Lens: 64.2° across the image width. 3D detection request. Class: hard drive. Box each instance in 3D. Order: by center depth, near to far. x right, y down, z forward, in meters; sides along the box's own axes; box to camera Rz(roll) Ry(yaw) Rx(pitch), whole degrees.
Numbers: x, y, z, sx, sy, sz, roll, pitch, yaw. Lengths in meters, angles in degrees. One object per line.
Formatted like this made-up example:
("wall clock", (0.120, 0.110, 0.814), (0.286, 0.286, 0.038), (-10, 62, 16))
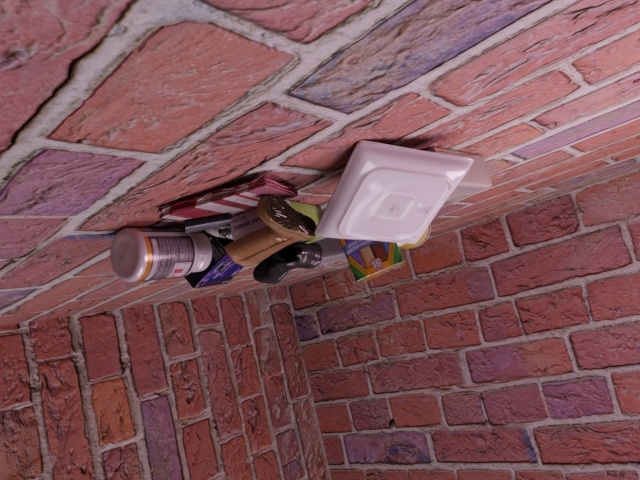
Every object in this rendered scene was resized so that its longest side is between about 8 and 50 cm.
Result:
("hard drive", (-0.334, -0.050, 1.506), (0.135, 0.022, 0.094), (-11, 174, -16))

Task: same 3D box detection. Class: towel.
("towel", (-0.251, -0.108, 1.417), (0.329, 0.037, 0.237), (-15, 173, 16))

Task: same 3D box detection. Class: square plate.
("square plate", (0.197, -0.105, 1.393), (0.344, 0.049, 0.347), (5, 138, -21))

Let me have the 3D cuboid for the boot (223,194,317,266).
("boot", (-0.178, -0.013, 1.470), (0.269, 0.089, 0.236), (-23, 144, 31))

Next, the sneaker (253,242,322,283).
("sneaker", (-0.136, 0.068, 1.746), (0.286, 0.109, 0.130), (-26, 156, 30))

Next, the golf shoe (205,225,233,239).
("golf shoe", (-0.317, -0.037, 1.717), (0.086, 0.069, 0.176), (4, 175, 21))

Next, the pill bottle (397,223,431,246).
("pill bottle", (0.313, -0.064, 2.039), (0.188, 0.188, 0.334), (-18, 170, 25))

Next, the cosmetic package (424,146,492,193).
("cosmetic package", (0.379, -0.196, 1.573), (0.160, 0.113, 0.309), (-22, 168, 41))

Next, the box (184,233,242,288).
("box", (-0.364, 0.070, 1.846), (0.184, 0.103, 0.261), (-42, 169, 12))

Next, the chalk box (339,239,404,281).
("chalk box", (0.161, -0.018, 1.789), (0.179, 0.289, 0.180), (-22, 171, 8))

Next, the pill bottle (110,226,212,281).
("pill bottle", (-0.481, 0.040, 1.568), (0.162, 0.162, 0.278), (-20, 169, 34))

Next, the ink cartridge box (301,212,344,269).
("ink cartridge box", (0.000, 0.000, 2.012), (0.168, 0.171, 0.233), (-11, 171, -14))

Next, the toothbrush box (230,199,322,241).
("toothbrush box", (-0.135, -0.042, 1.718), (0.206, 0.122, 0.283), (-18, 168, 25))
